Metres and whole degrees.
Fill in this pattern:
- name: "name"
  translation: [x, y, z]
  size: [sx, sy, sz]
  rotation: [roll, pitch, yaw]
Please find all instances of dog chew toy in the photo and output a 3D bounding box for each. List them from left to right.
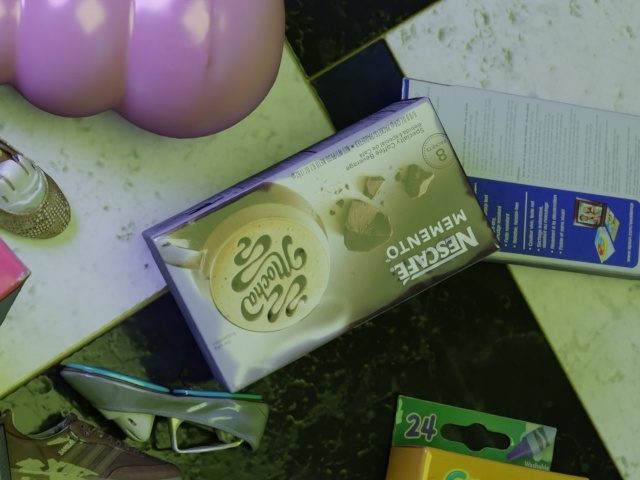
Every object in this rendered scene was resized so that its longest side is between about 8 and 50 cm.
- name: "dog chew toy"
  translation: [-0.206, -0.200, 1.597]
  size: [0.331, 0.206, 0.207]
  rotation: [2, 85, -16]

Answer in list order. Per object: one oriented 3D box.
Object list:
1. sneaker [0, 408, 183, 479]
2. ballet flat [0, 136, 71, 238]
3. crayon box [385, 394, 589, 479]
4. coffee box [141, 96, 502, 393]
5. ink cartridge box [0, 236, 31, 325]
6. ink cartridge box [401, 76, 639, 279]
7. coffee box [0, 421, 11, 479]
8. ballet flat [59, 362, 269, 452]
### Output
- name: "sneaker"
  translation: [-0.215, 0.197, 1.620]
  size: [0.188, 0.066, 0.071]
  rotation: [7, 81, -25]
- name: "ballet flat"
  translation: [-0.311, -0.071, 1.598]
  size: [0.206, 0.067, 0.073]
  rotation: [36, 71, -19]
- name: "crayon box"
  translation: [0.157, 0.334, 1.776]
  size: [0.203, 0.083, 0.323]
  rotation: [14, 79, -24]
- name: "coffee box"
  translation: [0.000, 0.000, 1.672]
  size: [0.297, 0.119, 0.168]
  rotation: [-27, 97, -8]
- name: "ink cartridge box"
  translation: [-0.473, -0.016, 1.423]
  size: [0.279, 0.160, 0.385]
  rotation: [-40, 89, -23]
- name: "ink cartridge box"
  translation: [0.233, -0.060, 1.858]
  size: [0.370, 0.069, 0.176]
  rotation: [7, 83, -27]
- name: "coffee box"
  translation: [-0.331, 0.290, 1.516]
  size: [0.141, 0.098, 0.247]
  rotation: [-7, 88, -4]
- name: "ballet flat"
  translation: [-0.148, 0.165, 1.653]
  size: [0.213, 0.072, 0.068]
  rotation: [12, 84, -25]
